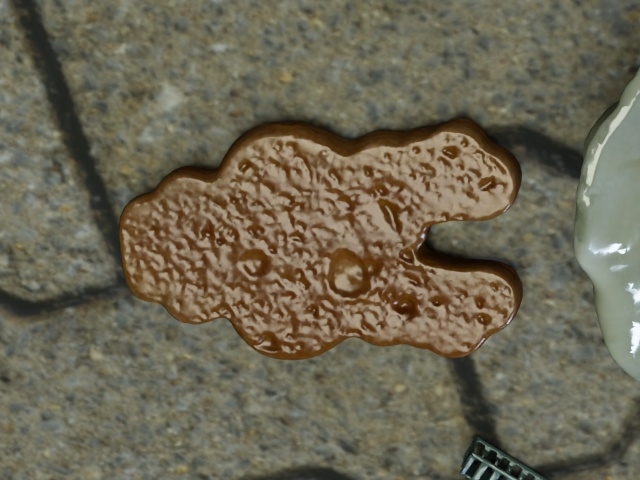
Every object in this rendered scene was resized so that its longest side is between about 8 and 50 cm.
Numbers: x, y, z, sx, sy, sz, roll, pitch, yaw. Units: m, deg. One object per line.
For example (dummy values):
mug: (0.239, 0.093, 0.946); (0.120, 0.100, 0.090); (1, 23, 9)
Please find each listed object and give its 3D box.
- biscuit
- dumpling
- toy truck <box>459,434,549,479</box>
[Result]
biscuit: (0.000, 0.000, 1.484); (0.334, 0.047, 0.202); (-3, 107, 11)
dumpling: (0.277, -0.033, 1.314); (0.187, 0.243, 0.318); (18, 103, 38)
toy truck: (0.170, 0.260, 1.526); (0.178, 0.080, 0.115); (33, 103, 1)
